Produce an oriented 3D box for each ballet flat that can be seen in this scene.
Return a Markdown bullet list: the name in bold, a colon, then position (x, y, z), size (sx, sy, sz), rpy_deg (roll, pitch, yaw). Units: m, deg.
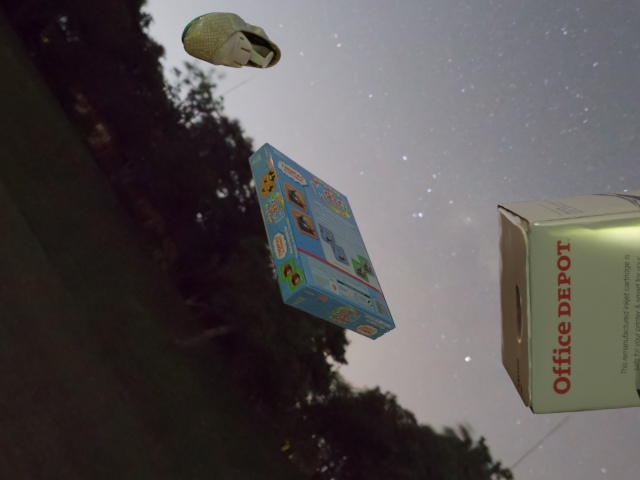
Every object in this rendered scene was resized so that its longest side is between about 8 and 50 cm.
- **ballet flat**: position (-0.088, -0.215, 0.618), size (0.052, 0.057, 0.168), rpy_deg (40, 26, 5)

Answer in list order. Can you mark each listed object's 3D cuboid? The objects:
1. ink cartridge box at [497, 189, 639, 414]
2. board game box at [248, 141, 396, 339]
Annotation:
- **ink cartridge box**: position (0.474, 0.075, 0.819), size (0.166, 0.394, 0.286), rpy_deg (-82, 166, -77)
- **board game box**: position (0.000, 0.000, 0.655), size (0.160, 0.039, 0.212), rpy_deg (30, 33, -43)
